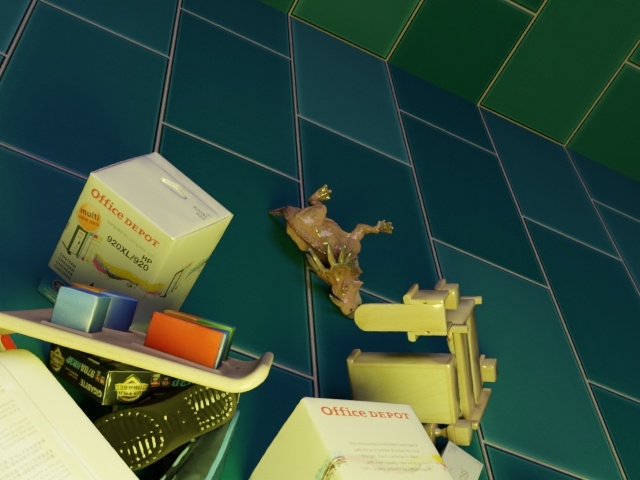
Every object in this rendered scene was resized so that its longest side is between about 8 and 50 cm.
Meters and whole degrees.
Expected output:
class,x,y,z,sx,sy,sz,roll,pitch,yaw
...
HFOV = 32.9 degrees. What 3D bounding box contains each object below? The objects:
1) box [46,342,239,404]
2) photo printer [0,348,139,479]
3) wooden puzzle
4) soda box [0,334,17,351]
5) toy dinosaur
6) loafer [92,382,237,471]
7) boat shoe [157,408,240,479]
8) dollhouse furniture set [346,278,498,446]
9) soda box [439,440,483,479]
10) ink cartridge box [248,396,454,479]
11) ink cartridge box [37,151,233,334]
class,x,y,z,sx,sy,sz,roll,pitch,yaw
box,-0.247,0.183,1.532,0.220,0.051,0.175,6,7,-40
photo printer,-0.353,0.267,1.170,0.256,0.107,0.307,-29,64,-38
wooden puzzle,-0.231,0.113,1.367,0.348,0.080,0.322,11,-3,-1
soda box,-0.448,0.168,1.392,0.098,0.091,0.286,-2,43,-47
toy dinosaur,0.000,0.000,2.097,0.296,0.127,0.200,35,34,18
loafer,-0.205,0.241,1.413,0.078,0.220,0.080,-3,73,-84
boat shoe,-0.174,0.288,1.455,0.089,0.109,0.258,17,20,5
dollhouse furniture set,0.182,0.174,1.886,0.174,0.303,0.355,-1,18,20
soda box,0.183,0.402,1.664,0.069,0.074,0.216,35,28,6
ink cartridge box,0.058,0.375,1.448,0.198,0.197,0.270,10,35,-35
ink cartridge box,-0.284,0.014,1.656,0.171,0.232,0.168,38,28,12
